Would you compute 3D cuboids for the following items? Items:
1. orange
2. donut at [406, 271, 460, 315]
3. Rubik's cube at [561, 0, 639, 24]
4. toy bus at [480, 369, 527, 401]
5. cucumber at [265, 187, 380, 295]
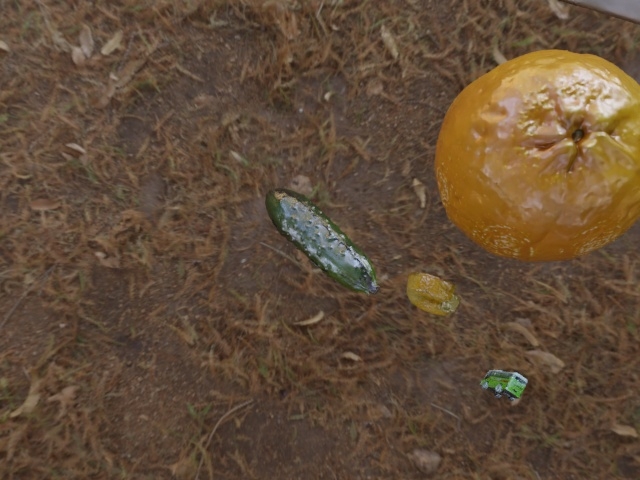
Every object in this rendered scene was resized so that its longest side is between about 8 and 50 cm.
[{"bbox_3d":[0.352,-0.132,0.885,0.341,0.293,0.340,-1,84,9],"label":"orange"},{"bbox_3d":[0.193,0.094,0.977,0.097,0.108,0.043,12,66,33],"label":"donut"},{"bbox_3d":[0.365,-0.296,0.306,0.347,0.346,0.344,29,44,18],"label":"Rubik's cube"},{"bbox_3d":[0.274,0.217,0.846,0.031,0.083,0.037,34,77,-4],"label":"toy bus"},{"bbox_3d":[0.000,0.000,0.771,0.069,0.069,0.227,-45,62,-3],"label":"cucumber"}]
